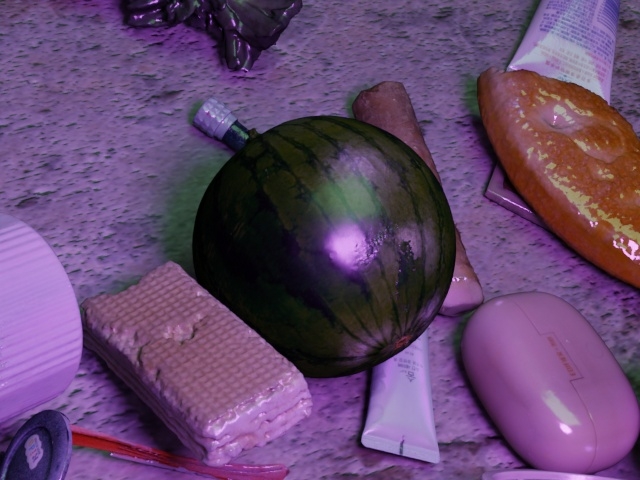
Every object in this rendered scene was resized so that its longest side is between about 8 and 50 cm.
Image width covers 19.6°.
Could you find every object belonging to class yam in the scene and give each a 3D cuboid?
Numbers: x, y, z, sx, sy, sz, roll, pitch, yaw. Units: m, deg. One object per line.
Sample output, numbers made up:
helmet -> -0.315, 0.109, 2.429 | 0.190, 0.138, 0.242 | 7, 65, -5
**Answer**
yam -> 0.100, -0.045, 1.919 | 0.066, 0.066, 0.299 | 2, 48, -26

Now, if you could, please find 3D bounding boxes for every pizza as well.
pizza -> 0.305, -0.063, 2.007 | 0.365, 0.074, 0.182 | 43, 47, 16

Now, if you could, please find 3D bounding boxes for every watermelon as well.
watermelon -> 0.003, 0.004, 1.695 | 0.242, 0.242, 0.242 | 14, 44, -14

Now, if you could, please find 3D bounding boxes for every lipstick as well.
lipstick -> -0.076, -0.100, 1.905 | 0.116, 0.037, 0.037 | 37, 43, 5

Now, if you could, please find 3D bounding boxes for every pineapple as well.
pineapple -> -0.165, -0.306, 1.975 | 0.310, 0.141, 0.170 | 33, 79, 1

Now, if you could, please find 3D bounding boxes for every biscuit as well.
biscuit -> -0.114, 0.102, 1.595 | 0.108, 0.061, 0.239 | -28, 39, -22

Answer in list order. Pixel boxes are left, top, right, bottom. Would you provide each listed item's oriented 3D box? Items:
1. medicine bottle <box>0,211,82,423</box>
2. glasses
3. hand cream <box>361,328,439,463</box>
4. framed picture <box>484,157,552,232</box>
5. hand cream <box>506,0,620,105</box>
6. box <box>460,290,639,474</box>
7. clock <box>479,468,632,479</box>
medicine bottle -> -0.369, 0.107, 1.400 | 0.395, 0.242, 0.242 | -20, 60, -38
glasses -> -0.136, 0.266, 1.518 | 0.268, 0.118, 0.234 | 20, 37, -38
hand cream -> 0.077, 0.118, 1.761 | 0.078, 0.050, 0.205 | 17, 48, -16
framed picture -> 0.335, -0.049, 2.076 | 0.290, 0.020, 0.211 | 27, 43, -1
hand cream -> 0.309, -0.254, 2.230 | 0.133, 0.083, 0.248 | 24, 53, -3
box -> 0.221, 0.136, 1.784 | 0.146, 0.088, 0.200 | -10, 53, -33
clock -> 0.233, 0.248, 1.611 | 0.197, 0.197, 0.068 | 6, 90, -22
